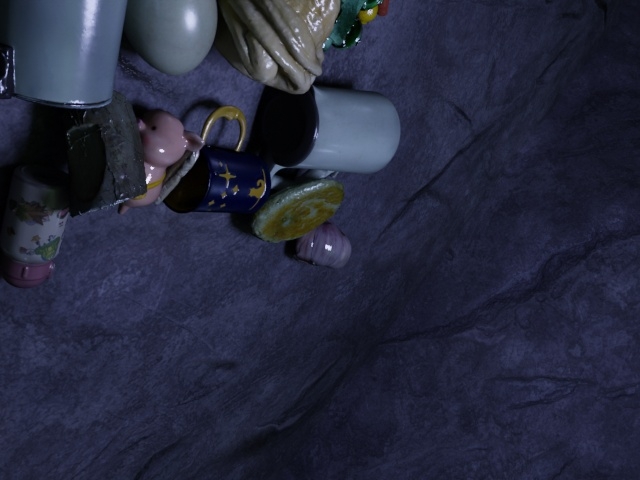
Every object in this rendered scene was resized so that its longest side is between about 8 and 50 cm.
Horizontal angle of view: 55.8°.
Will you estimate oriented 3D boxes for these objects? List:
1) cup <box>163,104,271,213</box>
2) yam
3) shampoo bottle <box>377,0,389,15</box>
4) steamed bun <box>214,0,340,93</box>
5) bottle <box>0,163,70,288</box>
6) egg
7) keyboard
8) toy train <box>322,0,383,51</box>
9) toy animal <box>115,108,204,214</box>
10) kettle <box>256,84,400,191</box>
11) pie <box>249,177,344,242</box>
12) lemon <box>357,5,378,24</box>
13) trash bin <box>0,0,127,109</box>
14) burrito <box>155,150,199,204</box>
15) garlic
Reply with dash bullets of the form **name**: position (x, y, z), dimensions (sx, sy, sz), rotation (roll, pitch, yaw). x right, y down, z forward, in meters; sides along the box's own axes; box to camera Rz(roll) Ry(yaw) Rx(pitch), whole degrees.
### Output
- **cup**: position (-0.232, -0.180, 1.509), dimensions (0.255, 0.178, 0.256), rotation (-47, 157, 25)
- **yam**: position (-0.425, -0.171, 1.193), dimensions (0.154, 0.154, 0.254), rotation (2, 76, -56)
- **shampoo bottle**: position (0.178, -0.745, 1.673), dimensions (0.085, 0.085, 0.244), rotation (-37, 147, -29)
- **steamed bun**: position (-0.114, -0.496, 1.265), dimensions (0.230, 0.325, 0.372), rotation (-16, 131, -27)
- **bottle**: position (-0.585, -0.021, 1.236), dimensions (0.120, 0.120, 0.253), rotation (-8, 126, -53)
- **egg**: position (-0.294, -0.443, 1.172), dimensions (0.186, 0.186, 0.253), rotation (-30, 137, -38)
- **keyboard**: position (-0.141, -0.131, 1.865), dimensions (0.103, 0.041, 0.381), rotation (16, 99, -58)
- **toy train**: position (0.031, -0.599, 1.477), dimensions (0.266, 0.202, 0.145), rotation (-57, 151, 4)
- **toy animal**: position (-0.391, -0.172, 1.335), dimensions (0.248, 0.165, 0.149), rotation (-52, 156, 6)
- **kettle**: position (-0.006, -0.278, 1.738), dimensions (0.376, 0.250, 0.361), rotation (-7, 142, -50)
- **pie**: position (-0.064, -0.093, 1.802), dimensions (0.323, 0.070, 0.323), rotation (-26, 161, -10)
- **lemon**: position (0.130, -0.652, 1.711), dimensions (0.062, 0.062, 0.083), rotation (-21, 137, -45)
- **trash bin**: position (-0.436, -0.379, 0.999), dimensions (0.277, 0.217, 0.263), rotation (-49, 160, -63)
- **burrito**: position (-0.338, -0.154, 1.404), dimensions (0.041, 0.045, 0.185), rotation (25, 125, -40)
- **garlic**: position (0.000, 0.000, 2.116), dimensions (0.257, 0.207, 0.207), rotation (-76, 173, -49)
